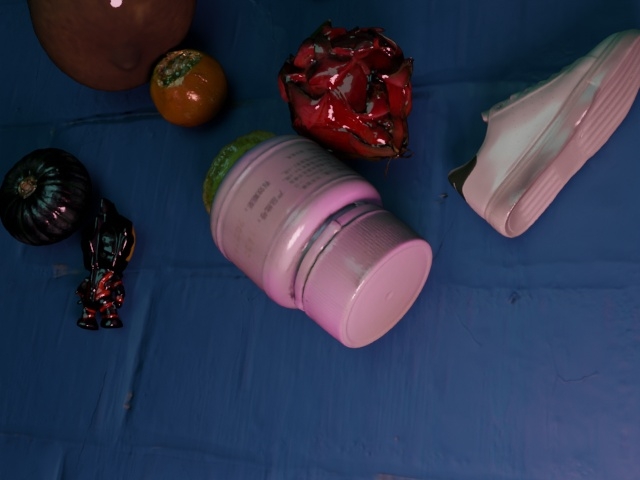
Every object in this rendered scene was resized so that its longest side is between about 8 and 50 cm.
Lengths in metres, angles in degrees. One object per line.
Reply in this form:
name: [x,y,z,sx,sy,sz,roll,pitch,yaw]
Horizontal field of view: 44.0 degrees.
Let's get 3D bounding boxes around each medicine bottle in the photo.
medicine bottle: [0.000,0.000,1.240,0.302,0.241,0.241,39,90,30]

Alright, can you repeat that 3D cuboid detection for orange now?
orange: [-0.256,-0.295,1.527,0.154,0.134,0.155,-5,77,20]

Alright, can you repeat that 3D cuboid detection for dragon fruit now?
dragon fruit: [0.052,-0.224,1.312,0.233,0.234,0.293,-26,57,13]

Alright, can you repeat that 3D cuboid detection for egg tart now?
egg tart: [-0.130,-0.109,1.422,0.191,0.074,0.191,-18,57,31]

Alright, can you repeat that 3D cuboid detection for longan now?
longan: [-0.403,-0.469,1.532,0.361,0.361,0.361,-8,68,21]

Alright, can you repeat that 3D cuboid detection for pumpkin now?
pumpkin: [-0.550,-0.087,1.579,0.202,0.140,0.202,-7,72,22]

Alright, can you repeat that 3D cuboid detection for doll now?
doll: [-0.409,0.045,1.505,0.127,0.088,0.249,-3,79,2]

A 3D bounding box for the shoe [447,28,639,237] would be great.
shoe: [0.344,-0.187,1.227,0.160,0.132,0.363,40,94,35]
